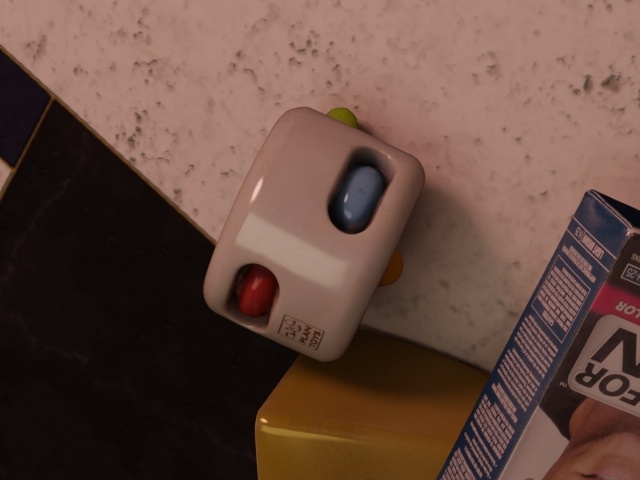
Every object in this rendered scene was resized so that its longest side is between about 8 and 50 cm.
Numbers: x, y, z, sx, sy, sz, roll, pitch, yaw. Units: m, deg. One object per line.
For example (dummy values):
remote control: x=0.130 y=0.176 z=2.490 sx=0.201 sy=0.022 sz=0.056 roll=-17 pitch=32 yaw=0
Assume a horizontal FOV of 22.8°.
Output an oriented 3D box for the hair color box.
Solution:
hair color box: x=0.213 y=0.155 z=1.226 sx=0.174 sy=0.105 sz=0.347 roll=21 pitch=104 yaw=-16

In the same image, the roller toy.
roller toy: x=0.000 y=0.000 z=1.333 sx=0.146 sy=0.191 sz=0.209 roll=25 pitch=100 yaw=2

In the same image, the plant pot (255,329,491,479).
plant pot: x=0.069 y=0.212 z=1.387 sx=0.187 sy=0.212 sz=0.212 roll=4 pitch=110 yaw=16
